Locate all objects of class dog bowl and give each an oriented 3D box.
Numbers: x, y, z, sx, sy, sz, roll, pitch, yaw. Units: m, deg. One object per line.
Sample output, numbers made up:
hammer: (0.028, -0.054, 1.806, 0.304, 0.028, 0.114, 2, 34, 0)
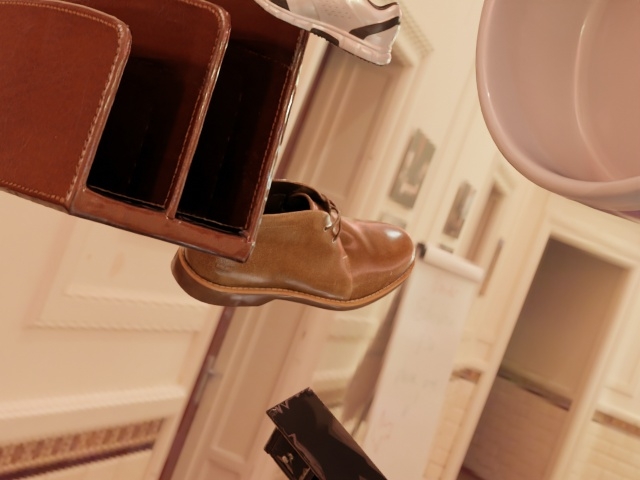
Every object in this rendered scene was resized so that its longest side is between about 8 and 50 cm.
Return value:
dog bowl: (0.224, -0.140, 0.620, 0.104, 0.265, 0.265, 16, 3, -33)

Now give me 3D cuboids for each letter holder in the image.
letter holder: (-0.170, -0.129, 0.750, 0.301, 0.215, 0.152, 16, -2, 45)

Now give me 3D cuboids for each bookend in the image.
bookend: (-0.014, 0.290, 1.222, 0.072, 0.156, 0.157, -24, 63, -39)

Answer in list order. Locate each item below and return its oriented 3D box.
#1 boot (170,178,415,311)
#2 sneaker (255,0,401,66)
boot: (0.000, 0.000, 1.062, 0.305, 0.115, 0.112, -2, 46, -39)
sneaker: (0.003, -0.154, 0.653, 0.109, 0.044, 0.040, 22, 21, -8)
